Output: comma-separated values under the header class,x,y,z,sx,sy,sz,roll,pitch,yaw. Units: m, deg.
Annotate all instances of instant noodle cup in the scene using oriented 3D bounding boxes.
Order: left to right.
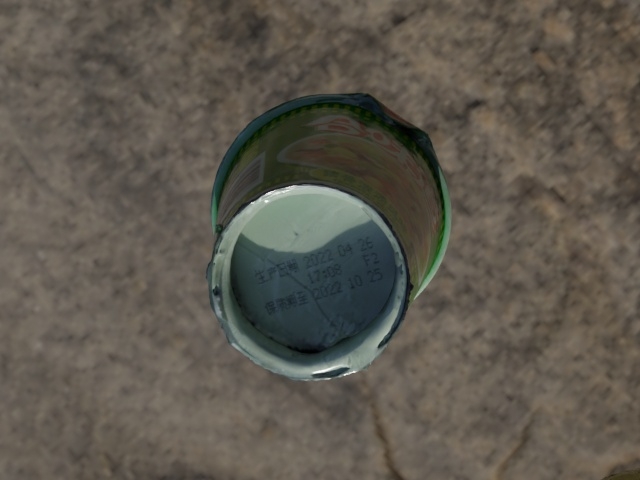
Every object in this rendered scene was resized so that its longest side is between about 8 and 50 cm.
class,x,y,z,sx,sy,sz,roll,pitch,yaw
instant noodle cup,0.000,0.000,1.215,0.207,0.233,0.207,1,103,5

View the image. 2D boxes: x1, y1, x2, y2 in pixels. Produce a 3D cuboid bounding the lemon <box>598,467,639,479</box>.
class,x,y,z,sx,sy,sz,roll,pitch,yaw
lemon,0.313,0.343,1.343,0.336,0.336,0.336,25,134,29
